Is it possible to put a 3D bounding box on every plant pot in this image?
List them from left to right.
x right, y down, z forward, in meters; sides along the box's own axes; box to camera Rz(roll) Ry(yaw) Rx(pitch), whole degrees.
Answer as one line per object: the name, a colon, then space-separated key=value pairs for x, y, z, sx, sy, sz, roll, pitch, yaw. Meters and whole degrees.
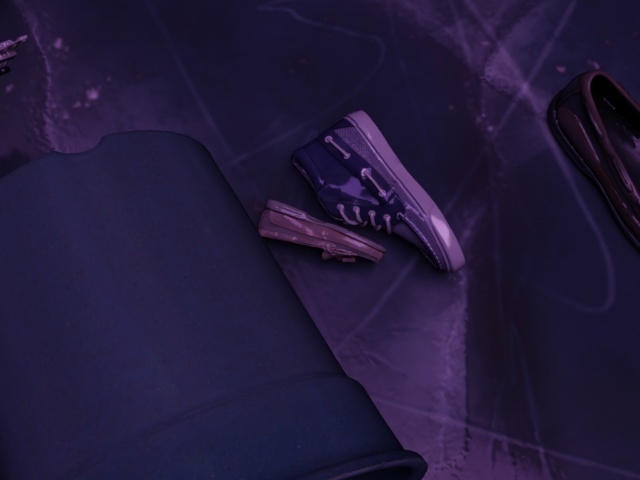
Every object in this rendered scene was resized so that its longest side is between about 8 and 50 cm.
plant pot: x=-0.141 y=0.114 z=1.099 sx=0.341 sy=0.341 sz=0.334 roll=-23 pitch=70 yaw=-14

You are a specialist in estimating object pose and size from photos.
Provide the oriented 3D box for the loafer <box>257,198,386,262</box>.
loafer: x=0.000 y=0.000 z=1.291 sx=0.125 sy=0.045 sz=0.039 roll=23 pitch=88 yaw=5

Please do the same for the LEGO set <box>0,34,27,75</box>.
LEGO set: x=-0.362 y=-0.122 z=1.115 sx=0.182 sy=0.060 sz=0.244 roll=21 pitch=78 yaw=-17

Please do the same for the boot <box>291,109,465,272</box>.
boot: x=0.054 y=-0.030 z=1.298 sx=0.086 sy=0.069 sz=0.190 roll=-33 pitch=73 yaw=-9

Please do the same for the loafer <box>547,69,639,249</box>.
loafer: x=0.333 y=-0.058 z=1.333 sx=0.096 sy=0.084 sz=0.267 roll=-41 pitch=83 yaw=-17
